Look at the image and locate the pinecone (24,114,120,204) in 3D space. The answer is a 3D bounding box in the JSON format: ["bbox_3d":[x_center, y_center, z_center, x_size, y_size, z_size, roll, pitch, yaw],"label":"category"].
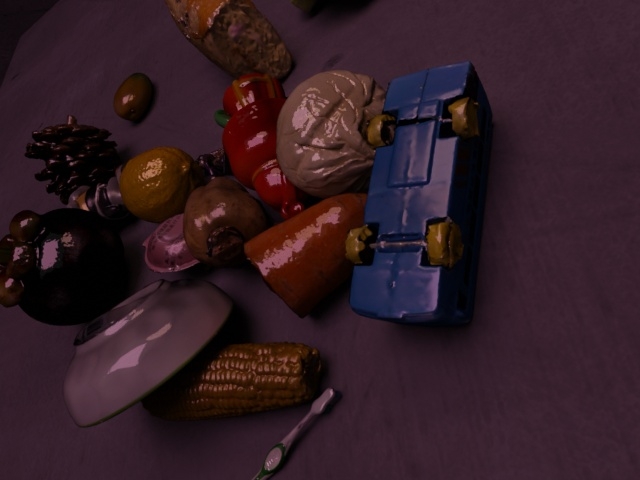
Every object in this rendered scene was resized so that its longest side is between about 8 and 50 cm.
[{"bbox_3d":[-0.694,-0.222,1.381,0.243,0.243,0.257,-24,63,25],"label":"pinecone"}]

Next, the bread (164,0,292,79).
[{"bbox_3d":[-0.241,-0.525,1.206,0.165,0.236,0.375,-48,48,9],"label":"bread"}]

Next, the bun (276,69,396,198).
[{"bbox_3d":[0.044,-0.173,0.821,0.145,0.229,0.229,11,72,61],"label":"bun"}]

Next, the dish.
[{"bbox_3d":[-0.318,0.155,0.849,0.324,0.124,0.324,-31,14,9],"label":"dish"}]

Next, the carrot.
[{"bbox_3d":[0.000,0.000,0.797,0.225,0.159,0.159,-41,48,6],"label":"carrot"}]

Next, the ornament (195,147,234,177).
[{"bbox_3d":[-0.229,-0.175,1.123,0.203,0.088,0.081,-3,88,49],"label":"ornament"}]

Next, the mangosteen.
[{"bbox_3d":[-0.610,0.054,1.115,0.275,0.302,0.275,-15,69,44],"label":"mangosteen"}]

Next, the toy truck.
[{"bbox_3d":[0.154,-0.062,0.702,0.161,0.162,0.384,-3,66,36],"label":"toy truck"}]

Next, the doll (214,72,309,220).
[{"bbox_3d":[-0.094,-0.184,0.945,0.183,0.160,0.363,-11,59,-15],"label":"doll"}]

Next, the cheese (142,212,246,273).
[{"bbox_3d":[-0.256,0.005,1.021,0.286,0.074,0.189,7,48,27],"label":"cheese"}]

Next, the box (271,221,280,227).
[{"bbox_3d":[-0.074,-0.002,0.941,0.046,0.012,0.083,-54,46,-2],"label":"box"}]

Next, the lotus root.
[{"bbox_3d":[-0.176,-0.036,0.914,0.154,0.140,0.257,-21,35,1],"label":"lotus root"}]

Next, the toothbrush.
[{"bbox_3d":[-0.075,0.337,0.743,0.304,0.030,0.030,-49,47,5],"label":"toothbrush"}]

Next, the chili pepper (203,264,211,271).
[{"bbox_3d":[-0.212,0.050,1.014,0.083,0.017,0.030,-18,50,34],"label":"chili pepper"}]

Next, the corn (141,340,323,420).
[{"bbox_3d":[-0.161,0.231,0.810,0.363,0.120,0.120,-17,57,27],"label":"corn"}]

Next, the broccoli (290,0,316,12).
[{"bbox_3d":[-0.001,-0.665,1.103,0.260,0.235,0.288,-33,55,20],"label":"broccoli"}]

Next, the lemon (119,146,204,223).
[{"bbox_3d":[-0.362,-0.128,1.122,0.193,0.180,0.180,-40,48,17],"label":"lemon"}]

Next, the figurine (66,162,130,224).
[{"bbox_3d":[-0.559,-0.106,1.287,0.236,0.133,0.176,-30,42,18],"label":"figurine"}]

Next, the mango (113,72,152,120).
[{"bbox_3d":[-0.586,-0.457,1.534,0.130,0.092,0.194,-35,41,20],"label":"mango"}]
